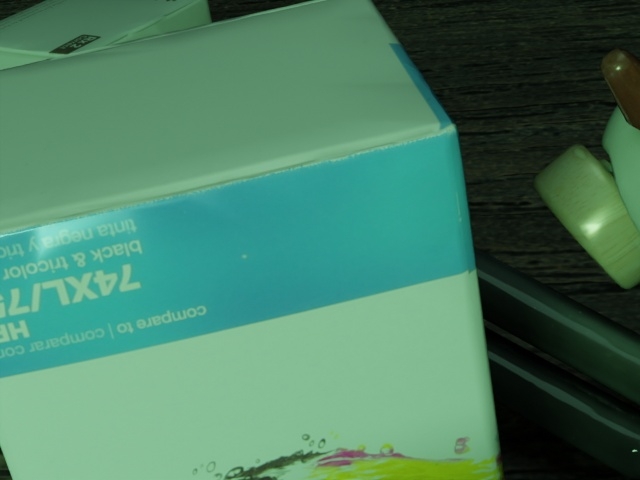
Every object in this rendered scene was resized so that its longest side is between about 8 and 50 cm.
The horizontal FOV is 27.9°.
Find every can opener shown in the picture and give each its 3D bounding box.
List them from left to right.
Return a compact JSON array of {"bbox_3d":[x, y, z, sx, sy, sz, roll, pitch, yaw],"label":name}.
[{"bbox_3d":[0.092,0.039,0.758,0.283,0.076,0.095,29,14,28],"label":"can opener"}]

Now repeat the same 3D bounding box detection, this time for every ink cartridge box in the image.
[{"bbox_3d":[-0.034,0.056,0.598,0.197,0.270,0.198,-13,26,-3],"label":"ink cartridge box"}]

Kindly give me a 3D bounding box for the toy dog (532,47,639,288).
[{"bbox_3d":[0.228,0.011,0.595,0.334,0.220,0.161,32,4,37],"label":"toy dog"}]

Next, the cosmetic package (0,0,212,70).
[{"bbox_3d":[-0.176,-0.095,1.043,0.151,0.183,0.151,10,32,33],"label":"cosmetic package"}]
